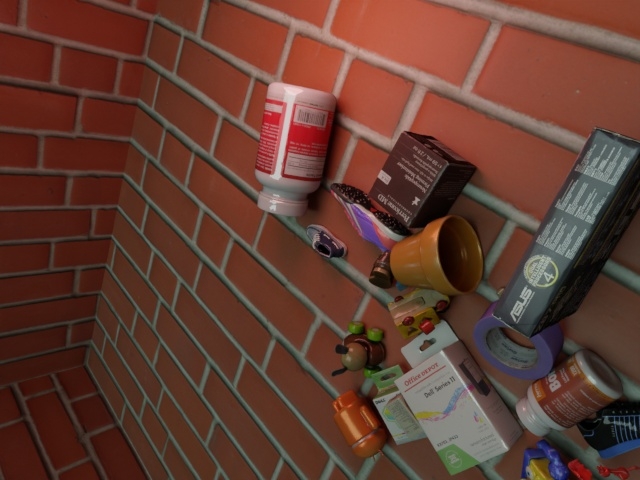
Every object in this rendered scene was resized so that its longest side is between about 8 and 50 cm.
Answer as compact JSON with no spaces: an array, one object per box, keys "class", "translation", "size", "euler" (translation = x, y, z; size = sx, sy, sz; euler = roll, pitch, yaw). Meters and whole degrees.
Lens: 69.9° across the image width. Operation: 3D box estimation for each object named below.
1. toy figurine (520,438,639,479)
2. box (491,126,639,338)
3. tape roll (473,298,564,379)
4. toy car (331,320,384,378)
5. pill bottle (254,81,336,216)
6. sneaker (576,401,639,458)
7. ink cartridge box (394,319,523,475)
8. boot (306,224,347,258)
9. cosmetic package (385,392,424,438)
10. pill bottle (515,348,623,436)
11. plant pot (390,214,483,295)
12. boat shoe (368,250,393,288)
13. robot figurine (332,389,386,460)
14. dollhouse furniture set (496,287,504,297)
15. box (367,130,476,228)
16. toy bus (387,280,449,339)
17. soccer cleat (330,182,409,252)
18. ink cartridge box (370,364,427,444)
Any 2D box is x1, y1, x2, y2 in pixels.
[{"class":"toy figurine","translation":[0.572,0.605,1.096],"size":[0.217,0.191,0.363],"euler":[-123,27,-67]},{"class":"box","translation":[0.532,-0.010,0.926],"size":[0.097,0.318,0.395],"euler":[35,117,34]},{"class":"tape roll","translation":[0.476,0.237,1.108],"size":[0.189,0.080,0.189],"euler":[29,139,30]},{"class":"toy car","translation":[0.096,0.358,1.439],"size":[0.148,0.188,0.155],"euler":[11,101,41]},{"class":"pill bottle","translation":[-0.094,-0.298,1.526],"size":[0.229,0.229,0.408],"euler":[24,109,38]},{"class":"sneaker","translation":[0.671,0.388,0.993],"size":[0.090,0.081,0.232],"euler":[51,126,18]},{"class":"ink cartridge box","translation":[0.350,0.422,1.261],"size":[0.207,0.119,0.354],"euler":[-48,63,34]},{"class":"boot","translation":[0.000,0.000,1.562],"size":[0.190,0.086,0.069],"euler":[31,114,36]},{"class":"cosmetic package","translation":[0.246,0.499,1.308],"size":[0.060,0.041,0.115],"euler":[-42,80,28]},{"class":"pill bottle","translation":[0.565,0.359,1.059],"size":[0.121,0.121,0.216],"euler":[53,124,25]},{"class":"plant pot","translation":[0.297,0.051,1.227],"size":[0.187,0.205,0.205],"euler":[-15,84,48]},{"class":"boat shoe","translation":[0.190,0.090,1.360],"size":[0.073,0.207,0.073],"euler":[19,73,6]},{"class":"robot figurine","translation":[0.127,0.599,1.476],"size":[0.158,0.128,0.219],"euler":[-41,64,14]},{"class":"dollhouse furniture set","translation":[0.523,0.156,1.156],"size":[0.081,0.091,0.114],"euler":[-36,92,-4]},{"class":"box","translation":[0.274,-0.162,1.245],"size":[0.168,0.167,0.203],"euler":[45,121,30]},{"class":"toy bus","translation":[0.296,0.197,1.298],"size":[0.202,0.191,0.104],"euler":[6,141,42]},{"class":"soccer cleat","translation":[0.131,-0.068,1.430],"size":[0.318,0.108,0.117],"euler":[42,124,29]},{"class":"ink cartridge box","translation":[0.233,0.494,1.375],"size":[0.109,0.062,0.209],"euler":[-31,85,30]}]
